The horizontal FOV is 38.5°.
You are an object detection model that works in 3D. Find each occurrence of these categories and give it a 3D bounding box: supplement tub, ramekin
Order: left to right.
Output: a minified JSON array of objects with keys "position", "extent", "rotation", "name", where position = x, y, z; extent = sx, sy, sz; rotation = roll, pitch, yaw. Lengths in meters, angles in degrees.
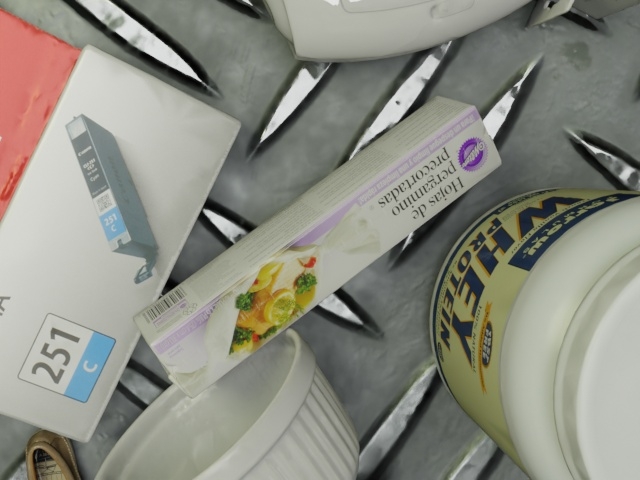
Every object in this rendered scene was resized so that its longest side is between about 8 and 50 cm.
[{"position":[-0.067,0.175,0.718],"extent":[0.207,0.207,0.109],"rotation":[-38,106,-2],"name":"ramekin"},{"position":[0.223,0.080,0.672],"extent":[0.235,0.325,0.235],"rotation":[0,94,-6],"name":"supplement tub"}]

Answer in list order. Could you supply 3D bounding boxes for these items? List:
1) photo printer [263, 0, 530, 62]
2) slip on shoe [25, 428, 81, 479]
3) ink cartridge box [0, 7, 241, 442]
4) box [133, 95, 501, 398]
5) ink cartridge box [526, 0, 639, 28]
[{"position":[0.051,-0.306,0.737],"extent":[0.256,0.107,0.307],"rotation":[-18,96,-4],"name":"photo printer"},{"position":[-0.221,0.228,0.783],"extent":[0.051,0.041,0.135],"rotation":[-10,95,-5],"name":"slip on shoe"},{"position":[-0.244,-0.021,0.730],"extent":[0.261,0.066,0.296],"rotation":[25,91,-18],"name":"ink cartridge box"},{"position":[0.000,0.000,0.747],"extent":[0.324,0.067,0.063],"rotation":[-37,118,-10],"name":"box"},{"position":[0.249,-0.251,0.762],"extent":[0.060,0.104,0.180],"rotation":[25,92,-8],"name":"ink cartridge box"}]
